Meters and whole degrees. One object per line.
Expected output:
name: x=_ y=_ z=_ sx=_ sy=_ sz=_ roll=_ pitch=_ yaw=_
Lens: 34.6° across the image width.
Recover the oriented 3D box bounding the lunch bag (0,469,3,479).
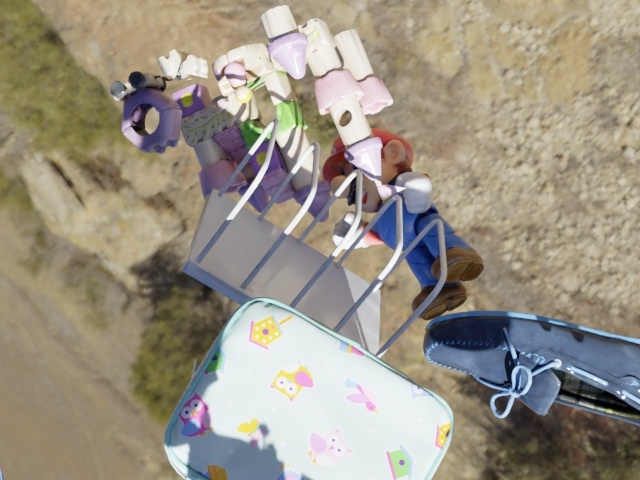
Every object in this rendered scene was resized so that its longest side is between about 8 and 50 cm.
lunch bag: x=-0.460 y=0.222 z=1.187 sx=0.219 sy=0.090 sz=0.176 roll=24 pitch=130 yaw=38

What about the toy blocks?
toy blocks: x=-0.063 y=-0.134 z=1.410 sx=0.289 sy=0.309 sz=0.260 roll=-23 pitch=83 yaw=21

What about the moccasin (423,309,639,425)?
moccasin: x=0.305 y=0.174 z=1.368 sx=0.342 sy=0.116 sz=0.137 roll=7 pitch=151 yaw=9

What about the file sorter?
file sorter: x=0.000 y=0.000 z=1.307 sx=0.278 sy=0.193 sz=0.173 roll=31 pitch=117 yaw=-13

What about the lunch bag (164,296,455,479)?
lunch bag: x=-0.021 y=0.207 z=1.091 sx=0.279 sy=0.224 sz=0.108 roll=30 pitch=168 yaw=1

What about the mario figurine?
mario figurine: x=0.089 y=-0.035 z=1.495 sx=0.170 sy=0.198 sz=0.320 roll=26 pitch=-155 yaw=-51
